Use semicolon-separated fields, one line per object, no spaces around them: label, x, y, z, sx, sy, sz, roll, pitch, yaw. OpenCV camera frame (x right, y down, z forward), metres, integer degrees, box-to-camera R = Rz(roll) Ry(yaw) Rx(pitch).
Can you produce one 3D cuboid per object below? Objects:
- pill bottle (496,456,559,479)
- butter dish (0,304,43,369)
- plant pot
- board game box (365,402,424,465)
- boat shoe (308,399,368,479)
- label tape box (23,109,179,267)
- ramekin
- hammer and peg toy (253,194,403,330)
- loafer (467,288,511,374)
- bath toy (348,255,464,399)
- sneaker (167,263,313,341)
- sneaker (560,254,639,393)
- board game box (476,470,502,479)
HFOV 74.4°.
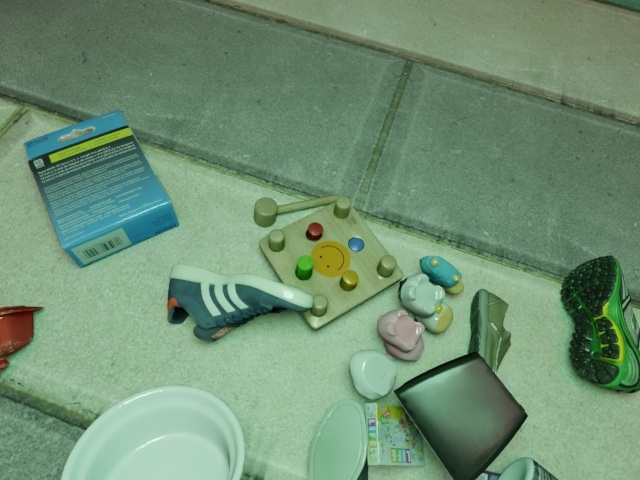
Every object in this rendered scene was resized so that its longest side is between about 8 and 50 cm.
pill bottle;0.426;0.506;0.716;0.246;0.130;0.130;38;65;15
butter dish;-0.656;0.202;0.845;0.160;0.160;0.118;-16;87;-13
plant pot;0.272;0.312;0.796;0.167;0.188;0.187;-38;69;6
board game box;0.146;0.377;0.816;0.154;0.026;0.103;27;52;-40
boat shoe;0.037;0.460;0.784;0.114;0.091;0.302;0;59;29
label tape box;-0.543;-0.140;1.046;0.249;0.115;0.347;-27;65;-19
ramekin;-0.266;0.402;0.710;0.277;0.135;0.277;3;34;-2
hammer and peg toy;0.000;0.000;1.005;0.266;0.127;0.361;-27;67;-18
loafer;0.382;0.226;0.935;0.087;0.094;0.251;12;61;6
bath toy;0.181;0.195;0.919;0.151;0.129;0.348;45;66;-3
sneaker;-0.178;0.144;0.880;0.350;0.131;0.148;4;77;29
sneaker;0.662;0.186;0.982;0.146;0.134;0.343;32;56;-16
board game box;0.431;0.570;0.781;0.347;0.056;0.208;12;57;2
